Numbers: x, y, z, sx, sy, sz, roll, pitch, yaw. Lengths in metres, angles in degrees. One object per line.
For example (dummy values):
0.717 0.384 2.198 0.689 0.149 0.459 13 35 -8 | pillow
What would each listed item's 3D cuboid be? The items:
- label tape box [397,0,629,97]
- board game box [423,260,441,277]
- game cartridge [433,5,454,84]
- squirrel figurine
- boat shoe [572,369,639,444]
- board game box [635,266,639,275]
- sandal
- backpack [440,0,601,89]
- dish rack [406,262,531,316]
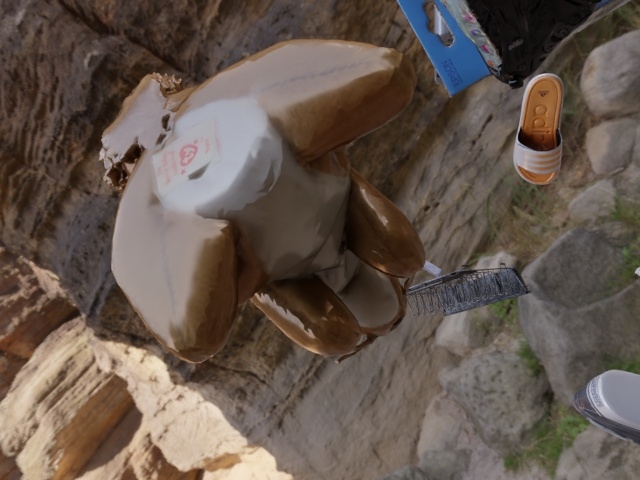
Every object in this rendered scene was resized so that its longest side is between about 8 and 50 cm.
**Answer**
0.314 -0.424 0.713 0.334 0.240 0.106 -29 0 18 | label tape box
0.389 0.097 1.529 0.020 0.090 0.090 -54 -22 -5 | board game box
0.364 -0.620 1.271 0.062 0.197 0.297 -5 -8 14 | game cartridge
-0.057 -0.019 0.537 0.280 0.397 0.370 -60 -34 -7 | squirrel figurine
0.561 0.295 0.670 0.102 0.302 0.108 96 -168 -56 | boat shoe
1.144 0.095 1.406 0.154 0.103 0.026 -31 -38 -4 | board game box
0.479 -0.227 0.948 0.102 0.265 0.076 4 41 28 | sandal
0.207 -0.287 0.485 0.152 0.182 0.115 -51 32 14 | backpack
0.284 0.110 0.899 0.272 0.074 0.208 3 -24 -42 | dish rack
